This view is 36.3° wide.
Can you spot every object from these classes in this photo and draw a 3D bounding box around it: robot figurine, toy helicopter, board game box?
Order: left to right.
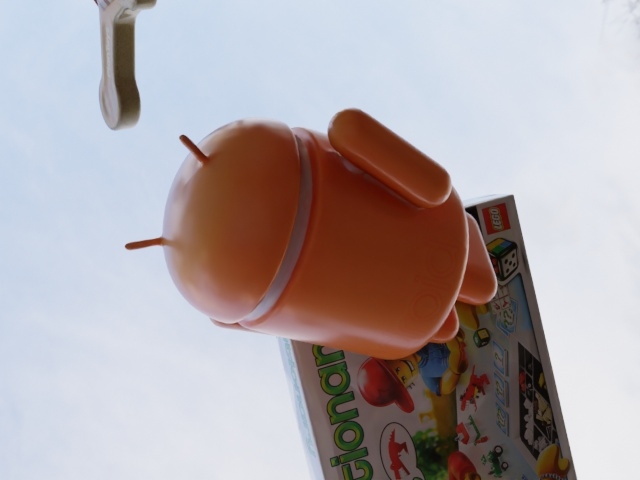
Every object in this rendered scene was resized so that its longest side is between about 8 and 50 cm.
[{"bbox_3d":[-0.292,-0.330,1.353,0.140,0.355,0.235,-13,-153,-35],"label":"toy helicopter"},{"bbox_3d":[0.001,-0.002,0.593,0.219,0.158,0.128,15,-99,-25],"label":"robot figurine"},{"bbox_3d":[0.082,0.134,0.726,0.193,0.053,0.305,-15,-85,-16],"label":"board game box"}]
